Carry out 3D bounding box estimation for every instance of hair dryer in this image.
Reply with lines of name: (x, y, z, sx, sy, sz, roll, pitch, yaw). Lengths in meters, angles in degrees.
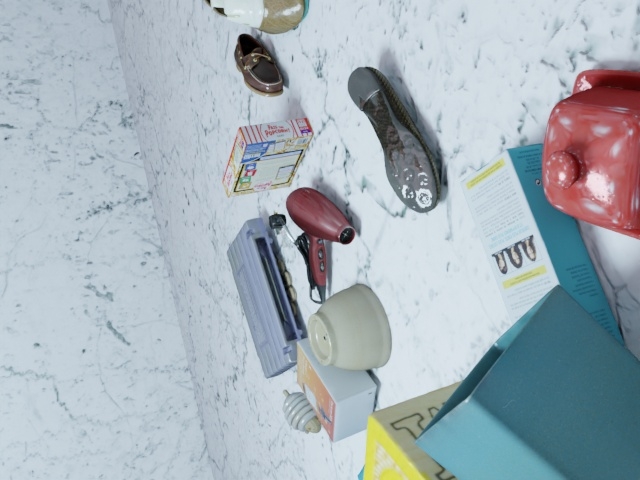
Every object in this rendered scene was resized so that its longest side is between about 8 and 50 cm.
hair dryer: (0.000, 0.000, 1.292, 0.224, 0.080, 0.293, 59, 159, 3)

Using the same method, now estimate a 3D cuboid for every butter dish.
butter dish: (0.265, -0.074, 0.615, 0.160, 0.118, 0.160, 33, 129, 57)

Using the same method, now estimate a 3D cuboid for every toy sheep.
toy sheep: (-0.046, 0.400, 1.524, 0.132, 0.091, 0.091, 38, 137, 28)

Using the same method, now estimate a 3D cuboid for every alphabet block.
alphabet block: (0.188, 0.326, 0.864, 0.193, 0.197, 0.193, 41, 136, 53)

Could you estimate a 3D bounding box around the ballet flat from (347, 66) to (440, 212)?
ballet flat: (0.118, -0.155, 0.975, 0.084, 0.058, 0.250, -40, 69, 38)

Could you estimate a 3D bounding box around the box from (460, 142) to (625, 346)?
box: (0.251, 0.020, 0.754, 0.100, 0.060, 0.245, -41, 64, 63)

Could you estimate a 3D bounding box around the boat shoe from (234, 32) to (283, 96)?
boat shoe: (-0.135, -0.372, 1.372, 0.207, 0.073, 0.073, 52, 146, 43)

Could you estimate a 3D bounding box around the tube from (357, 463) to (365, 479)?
tube: (0.107, 0.464, 1.279, 0.207, 0.052, 0.080, 101, 152, -50)

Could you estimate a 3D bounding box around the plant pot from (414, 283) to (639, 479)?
plant pot: (0.250, 0.204, 0.639, 0.234, 0.165, 0.165, 42, 151, 14)

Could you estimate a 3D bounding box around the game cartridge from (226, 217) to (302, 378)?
game cartridge: (-0.137, 0.147, 1.604, 0.230, 0.068, 0.355, 129, 124, -64)

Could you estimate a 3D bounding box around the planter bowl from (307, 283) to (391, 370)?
planter bowl: (0.042, 0.170, 1.204, 0.162, 0.109, 0.162, 37, 133, 55)

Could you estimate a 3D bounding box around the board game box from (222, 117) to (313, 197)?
board game box: (-0.111, -0.166, 1.329, 0.045, 0.146, 0.193, 67, 152, 21)

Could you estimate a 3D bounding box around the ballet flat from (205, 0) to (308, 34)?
ballet flat: (-0.150, -0.477, 1.297, 0.342, 0.124, 0.116, 41, 137, 51)

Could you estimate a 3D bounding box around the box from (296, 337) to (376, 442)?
box: (0.027, 0.286, 1.296, 0.170, 0.090, 0.130, 51, 149, 44)

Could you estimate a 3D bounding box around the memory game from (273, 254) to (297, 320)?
memory game: (-0.100, 0.127, 1.597, 0.186, 0.012, 0.186, 38, 135, 53)
